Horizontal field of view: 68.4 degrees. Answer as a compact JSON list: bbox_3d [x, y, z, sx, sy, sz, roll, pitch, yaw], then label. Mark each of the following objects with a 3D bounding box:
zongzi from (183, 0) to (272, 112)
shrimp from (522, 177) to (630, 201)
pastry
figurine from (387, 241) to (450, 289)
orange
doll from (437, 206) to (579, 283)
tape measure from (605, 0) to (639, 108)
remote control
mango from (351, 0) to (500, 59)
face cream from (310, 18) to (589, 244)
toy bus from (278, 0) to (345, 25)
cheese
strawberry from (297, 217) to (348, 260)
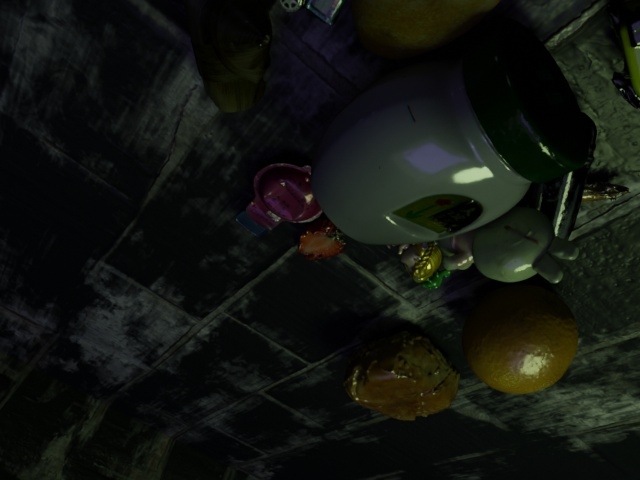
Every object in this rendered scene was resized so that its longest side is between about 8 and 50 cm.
[{"bbox_3d":[-0.112,-0.256,0.703,0.112,0.242,0.221,-26,145,-15],"label":"zongzi"},{"bbox_3d":[0.422,-0.111,0.798,0.178,0.034,0.124,1,131,30],"label":"shrimp"},{"bbox_3d":[0.205,0.341,1.214,0.255,0.162,0.310,-31,129,26],"label":"pastry"},{"bbox_3d":[0.214,0.023,0.959,0.114,0.095,0.156,-35,98,17],"label":"figurine"},{"bbox_3d":[0.407,0.203,0.976,0.236,0.236,0.236,9,135,9],"label":"orange"},{"bbox_3d":[0.293,0.002,0.803,0.113,0.155,0.275,43,171,-17],"label":"doll"},{"bbox_3d":[0.479,-0.249,0.594,0.198,0.112,0.186,-13,121,35],"label":"tape measure"},{"bbox_3d":[0.384,-0.080,0.775,0.090,0.066,0.266,12,134,23],"label":"remote control"},{"bbox_3d":[0.135,-0.367,0.531,0.221,0.199,0.384,8,147,-15],"label":"mango"},{"bbox_3d":[0.172,-0.129,0.707,0.312,0.220,0.357,20,148,-33],"label":"face cream"},{"bbox_3d":[-0.069,-0.404,0.635,0.261,0.091,0.109,30,128,-14],"label":"toy bus"},{"bbox_3d":[-0.084,-0.079,0.970,0.155,0.062,0.244,40,133,-20],"label":"cheese"},{"bbox_3d":[0.001,-0.003,1.030,0.103,0.048,0.152,32,148,-23],"label":"strawberry"}]
